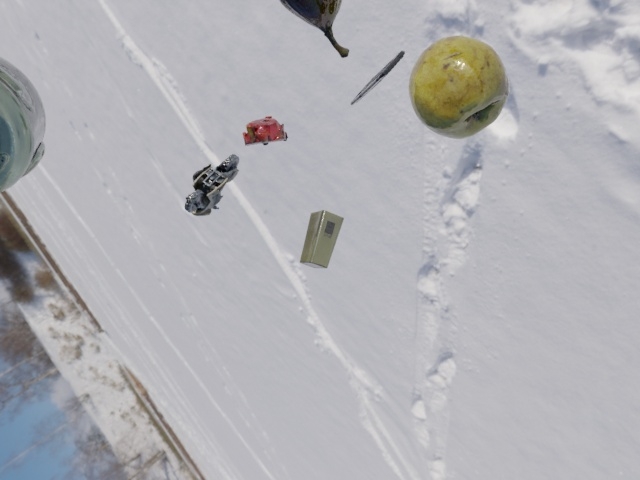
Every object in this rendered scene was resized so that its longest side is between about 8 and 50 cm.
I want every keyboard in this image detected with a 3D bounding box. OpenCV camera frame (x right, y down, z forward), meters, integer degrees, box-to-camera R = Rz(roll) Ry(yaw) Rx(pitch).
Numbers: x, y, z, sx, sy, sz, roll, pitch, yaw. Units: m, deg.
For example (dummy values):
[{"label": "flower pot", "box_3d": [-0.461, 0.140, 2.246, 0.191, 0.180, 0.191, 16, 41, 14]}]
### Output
[{"label": "keyboard", "box_3d": [0.150, -0.431, 1.235, 0.016, 0.106, 0.262, 41, 172, -11]}]

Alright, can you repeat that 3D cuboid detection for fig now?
[{"label": "fig", "box_3d": [0.003, -0.689, 1.344, 0.217, 0.217, 0.321, 6, 128, 59]}]

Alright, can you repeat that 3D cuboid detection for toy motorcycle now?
[{"label": "toy motorcycle", "box_3d": [-0.321, -0.157, 1.358, 0.094, 0.229, 0.130, 33, 153, 8]}]

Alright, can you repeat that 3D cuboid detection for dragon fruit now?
[{"label": "dragon fruit", "box_3d": [-0.135, -0.269, 1.121, 0.112, 0.126, 0.068, -3, 102, 24]}]

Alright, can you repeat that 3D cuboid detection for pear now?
[{"label": "pear", "box_3d": [0.418, -0.479, 1.426, 0.304, 0.304, 0.304, 42, 152, 28]}]

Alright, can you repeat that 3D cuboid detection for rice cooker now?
[{"label": "rice cooker", "box_3d": [-0.699, -0.234, 0.901, 0.277, 0.288, 0.288, 49, 161, 58]}]

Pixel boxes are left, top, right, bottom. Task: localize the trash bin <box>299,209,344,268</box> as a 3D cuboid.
[{"label": "trash bin", "box_3d": [0.000, 0.000, 0.790, 0.043, 0.092, 0.061, 19, 170, -22]}]
